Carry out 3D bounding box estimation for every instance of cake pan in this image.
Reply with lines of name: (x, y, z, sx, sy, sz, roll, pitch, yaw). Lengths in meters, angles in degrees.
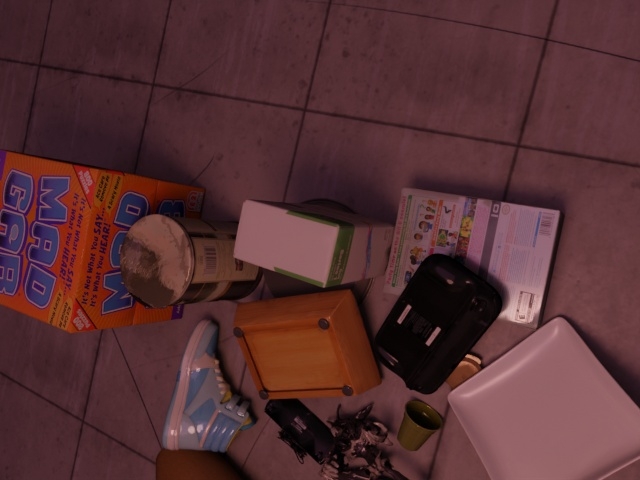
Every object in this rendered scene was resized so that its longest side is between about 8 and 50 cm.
cake pan: (-0.015, 0.047, 1.291, 0.293, 0.054, 0.292, -1, 88, 28)

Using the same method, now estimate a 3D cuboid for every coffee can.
coffee can: (-0.288, 0.047, 1.307, 0.202, 0.275, 0.201, -1, 87, 28)

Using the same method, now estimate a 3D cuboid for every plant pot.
plant pot: (-0.290, 0.603, 1.338, 0.237, 0.237, 0.254, -54, 51, 16)
plant pot: (0.197, 0.388, 1.163, 0.083, 0.083, 0.079, 33, 116, 24)

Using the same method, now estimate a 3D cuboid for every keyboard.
keyboard: (-0.051, 0.439, 1.316, 0.192, 0.038, 0.100, 37, 82, 24)

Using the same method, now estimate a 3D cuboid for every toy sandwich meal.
toy sandwich meal: (0.292, 0.268, 1.140, 0.086, 0.029, 0.085, 4, 100, 21)

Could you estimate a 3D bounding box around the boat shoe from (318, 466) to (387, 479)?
boat shoe: (0.093, 0.531, 1.227, 0.206, 0.075, 0.065, 10, 50, 32)

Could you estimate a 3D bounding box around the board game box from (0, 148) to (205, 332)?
board game box: (-0.565, -0.005, 1.407, 0.357, 0.356, 0.355, 13, 94, 27)

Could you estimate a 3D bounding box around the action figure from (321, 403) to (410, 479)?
action figure: (0.090, 0.443, 1.158, 0.164, 0.141, 0.276, -49, 53, -2)

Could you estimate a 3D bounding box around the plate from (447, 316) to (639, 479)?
plate: (0.399, 0.316, 1.003, 0.278, 0.045, 0.277, -41, 39, 15)

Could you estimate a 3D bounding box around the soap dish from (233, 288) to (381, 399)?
soap dish: (-0.038, 0.234, 1.223, 0.291, 0.118, 0.228, -10, 106, 28)

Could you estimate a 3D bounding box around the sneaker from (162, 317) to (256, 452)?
sneaker: (-0.244, 0.360, 1.376, 0.208, 0.127, 0.318, 11, 71, 0)

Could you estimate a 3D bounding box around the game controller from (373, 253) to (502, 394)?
game controller: (0.214, 0.170, 1.096, 0.166, 0.067, 0.319, 44, 133, 22)

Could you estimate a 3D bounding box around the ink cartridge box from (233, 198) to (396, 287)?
ink cartridge box: (0.000, 0.000, 1.099, 0.202, 0.278, 0.117, 16, 99, 27)

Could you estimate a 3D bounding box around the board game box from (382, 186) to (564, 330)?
board game box: (0.294, 0.028, 1.108, 0.304, 0.098, 0.223, 13, 94, 27)
